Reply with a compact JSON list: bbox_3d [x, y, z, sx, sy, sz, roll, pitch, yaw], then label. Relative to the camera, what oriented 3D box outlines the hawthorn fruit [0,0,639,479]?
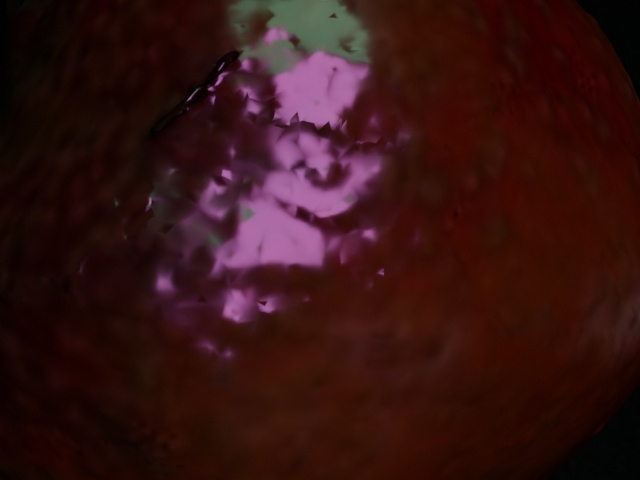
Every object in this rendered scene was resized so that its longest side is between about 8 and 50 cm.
[{"bbox_3d":[0.000,0.000,0.673,0.369,0.285,0.285,13,41,-41],"label":"hawthorn fruit"}]
